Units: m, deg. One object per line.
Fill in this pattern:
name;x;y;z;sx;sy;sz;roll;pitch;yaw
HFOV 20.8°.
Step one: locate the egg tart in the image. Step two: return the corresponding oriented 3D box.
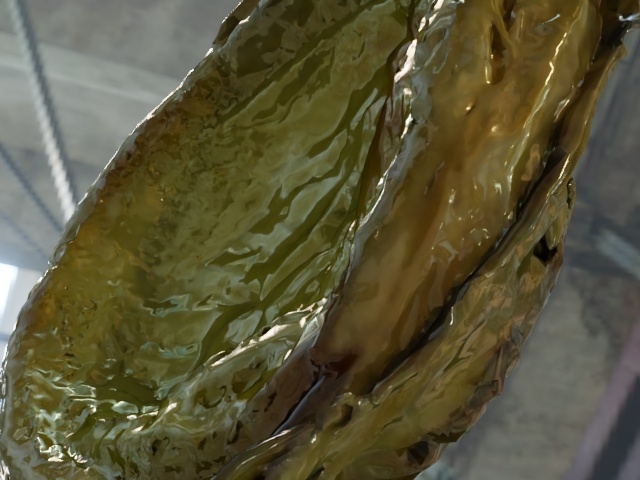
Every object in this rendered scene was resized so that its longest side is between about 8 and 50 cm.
egg tart;0.000;0.000;0.563;0.279;0.095;0.279;-41;-155;24
